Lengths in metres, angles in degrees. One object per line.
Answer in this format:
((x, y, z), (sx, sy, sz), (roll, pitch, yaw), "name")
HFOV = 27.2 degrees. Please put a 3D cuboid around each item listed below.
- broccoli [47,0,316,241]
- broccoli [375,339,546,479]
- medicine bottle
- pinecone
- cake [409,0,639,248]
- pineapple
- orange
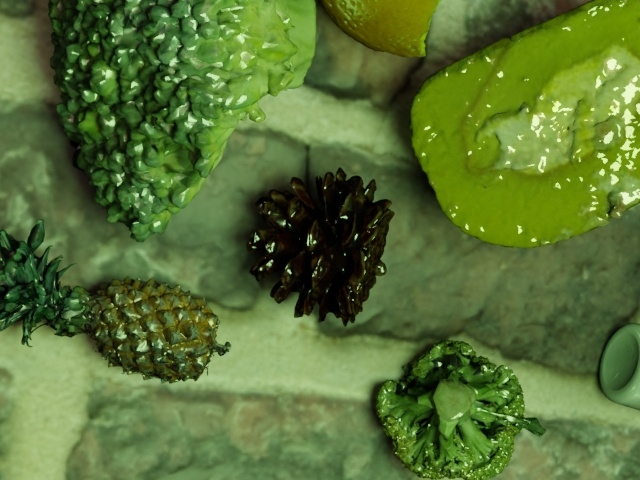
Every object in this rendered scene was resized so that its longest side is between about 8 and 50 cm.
((-0.089, -0.154, 1.063), (0.245, 0.288, 0.248), (-7, 56, -33), "broccoli")
((0.120, 0.155, 1.185), (0.130, 0.120, 0.131), (-28, 68, 0), "broccoli")
((0.344, 0.134, 1.280), (0.130, 0.080, 0.080), (17, 87, -19), "medicine bottle")
((0.000, 0.002, 1.133), (0.120, 0.140, 0.140), (11, 89, 9), "pinecone")
((0.220, -0.100, 1.143), (0.260, 0.156, 0.179), (-21, 91, 21), "cake")
((-0.174, 0.057, 1.093), (0.221, 0.103, 0.083), (20, 52, -18), "pineapple")
((0.071, -0.287, 1.115), (0.158, 0.179, 0.237), (32, 83, -21), "orange")
